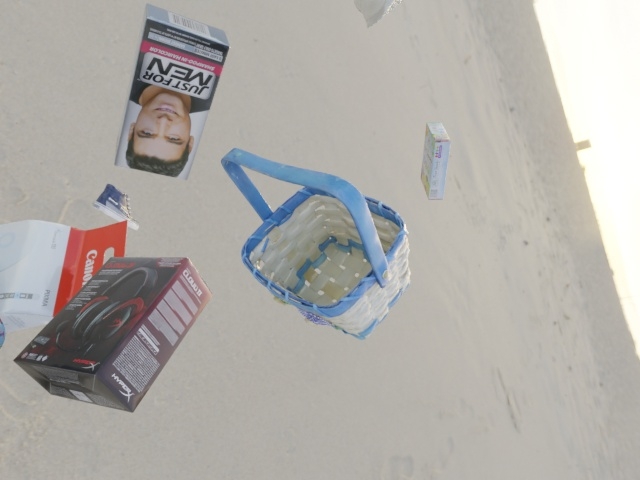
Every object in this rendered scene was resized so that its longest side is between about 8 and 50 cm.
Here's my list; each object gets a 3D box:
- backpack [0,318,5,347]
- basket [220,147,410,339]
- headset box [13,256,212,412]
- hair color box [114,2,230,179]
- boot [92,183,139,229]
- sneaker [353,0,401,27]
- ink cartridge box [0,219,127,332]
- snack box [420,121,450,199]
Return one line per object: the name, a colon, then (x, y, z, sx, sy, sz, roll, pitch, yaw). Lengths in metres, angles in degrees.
backpack: (-0.556, 0.135, 0.680, 0.117, 0.158, 0.173, 27, -37, 58)
basket: (0.000, 0.000, 0.684, 0.201, 0.255, 0.289, -45, 133, -21)
headset box: (-0.359, 0.144, 0.878, 0.293, 0.218, 0.110, -61, 140, -42)
hair color box: (-0.370, -0.344, 1.161, 0.185, 0.374, 0.113, 9, 37, -28)
boot: (-0.605, -0.099, 1.463, 0.086, 0.069, 0.190, -62, 161, -11)
sneaker: (0.094, -0.451, 0.860, 0.095, 0.090, 0.235, 54, 8, -22)
ink cartridge box: (-0.714, 0.070, 1.232, 0.091, 0.385, 0.308, 80, -3, -50)
snack box: (0.251, -0.175, 1.050, 0.100, 0.037, 0.141, -92, 180, -53)
